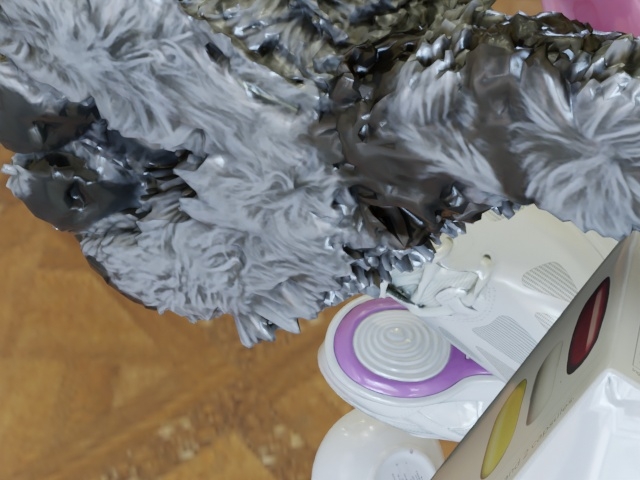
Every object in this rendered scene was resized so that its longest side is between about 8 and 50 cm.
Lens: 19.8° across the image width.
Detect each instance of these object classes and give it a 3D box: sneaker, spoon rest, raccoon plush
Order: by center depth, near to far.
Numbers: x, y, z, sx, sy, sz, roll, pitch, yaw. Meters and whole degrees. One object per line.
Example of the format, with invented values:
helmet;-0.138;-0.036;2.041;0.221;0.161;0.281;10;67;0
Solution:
raccoon plush;0.053;-0.106;0.875;0.446;0.216;0.299;15;46;23
sneaker;-0.001;0.000;1.121;0.447;0.169;0.257;43;47;0
sneaker;0.144;0.110;1.455;0.305;0.152;0.114;15;73;-7
spoon rest;0.074;0.276;1.631;0.137;0.276;0.084;-24;9;-28

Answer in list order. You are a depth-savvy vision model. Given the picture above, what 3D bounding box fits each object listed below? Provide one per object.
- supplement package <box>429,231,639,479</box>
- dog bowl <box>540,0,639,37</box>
supplement package;0.139;0.165;0.792;0.204;0.262;0.145;34;28;-1
dog bowl;0.352;-0.194;1.437;0.408;0.408;0.150;25;63;24
